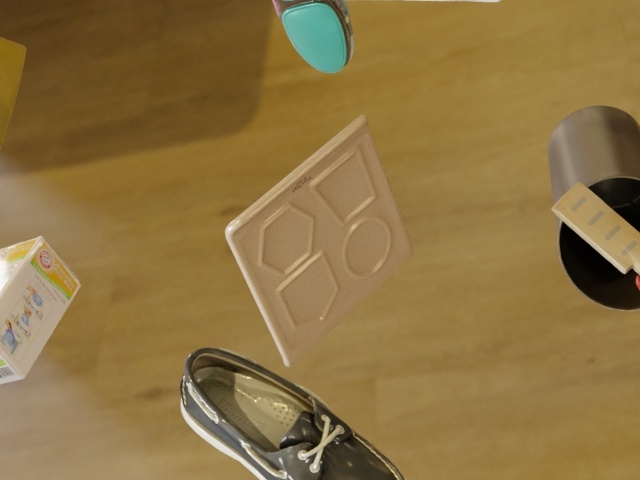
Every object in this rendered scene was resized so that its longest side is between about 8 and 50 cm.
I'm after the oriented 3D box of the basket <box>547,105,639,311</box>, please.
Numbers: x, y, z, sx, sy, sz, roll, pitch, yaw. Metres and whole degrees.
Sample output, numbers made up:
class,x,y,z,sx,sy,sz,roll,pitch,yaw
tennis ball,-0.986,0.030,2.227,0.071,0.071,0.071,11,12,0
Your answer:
class,x,y,z,sx,sy,sz,roll,pitch,yaw
basket,0.362,-0.057,1.800,0.154,0.204,0.227,-18,33,13

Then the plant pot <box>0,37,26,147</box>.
class,x,y,z,sx,sy,sz,roll,pitch,yaw
plant pot,-0.489,-0.139,1.660,0.212,0.212,0.187,-9,76,34

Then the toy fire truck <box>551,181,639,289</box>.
class,x,y,z,sx,sy,sz,roll,pitch,yaw
toy fire truck,0.389,0.012,1.540,0.158,0.246,0.217,0,45,52

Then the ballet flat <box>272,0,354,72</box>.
class,x,y,z,sx,sy,sz,roll,pitch,yaw
ballet flat,-0.020,-0.268,1.503,0.077,0.221,0.079,-7,57,27

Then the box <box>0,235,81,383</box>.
class,x,y,z,sx,sy,sz,roll,pitch,yaw
box,-0.453,0.104,2.080,0.114,0.103,0.203,-15,33,33

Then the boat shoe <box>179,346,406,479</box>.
class,x,y,z,sx,sy,sz,roll,pitch,yaw
boat shoe,-0.031,0.220,1.585,0.302,0.091,0.114,25,57,15

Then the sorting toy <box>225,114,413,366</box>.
class,x,y,z,sx,sy,sz,roll,pitch,yaw
sorting toy,0.000,0.000,1.454,0.193,0.208,0.038,-41,44,-23
